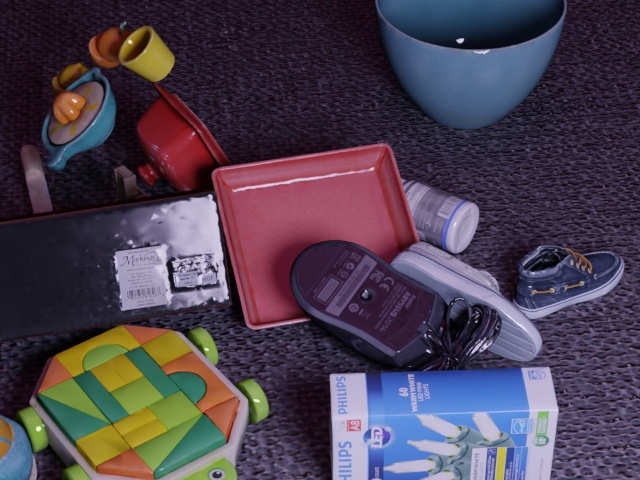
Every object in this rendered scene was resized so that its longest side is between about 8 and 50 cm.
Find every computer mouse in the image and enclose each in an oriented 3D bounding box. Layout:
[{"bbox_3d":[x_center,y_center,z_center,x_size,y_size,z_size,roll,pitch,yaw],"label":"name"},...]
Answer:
[{"bbox_3d":[0.077,0.105,2.012,0.272,0.072,0.188,35,69,19],"label":"computer mouse"}]

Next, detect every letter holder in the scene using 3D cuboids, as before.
[{"bbox_3d":[-0.288,0.025,2.089,0.301,0.152,0.214,-9,6,-10],"label":"letter holder"}]

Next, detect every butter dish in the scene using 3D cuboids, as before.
[{"bbox_3d":[-0.216,-0.126,2.301,0.118,0.160,0.160,-38,46,-6],"label":"butter dish"}]

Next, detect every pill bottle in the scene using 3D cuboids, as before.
[{"bbox_3d":[0.148,-0.040,2.216,0.137,0.078,0.078,23,45,28],"label":"pill bottle"}]

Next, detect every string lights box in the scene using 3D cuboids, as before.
[{"bbox_3d":[0.141,0.223,1.844,0.259,0.133,0.077,-2,39,-1],"label":"string lights box"}]

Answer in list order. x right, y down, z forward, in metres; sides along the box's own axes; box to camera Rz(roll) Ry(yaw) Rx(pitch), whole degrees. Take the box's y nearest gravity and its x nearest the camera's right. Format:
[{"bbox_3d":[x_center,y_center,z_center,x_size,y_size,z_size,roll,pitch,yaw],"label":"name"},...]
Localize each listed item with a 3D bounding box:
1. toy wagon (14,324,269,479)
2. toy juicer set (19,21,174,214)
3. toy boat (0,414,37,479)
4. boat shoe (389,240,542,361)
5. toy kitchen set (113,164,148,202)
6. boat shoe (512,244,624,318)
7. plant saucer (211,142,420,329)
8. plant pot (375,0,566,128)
[{"bbox_3d":[-0.195,0.229,1.894,0.267,0.068,0.344,-25,44,-27],"label":"toy wagon"},{"bbox_3d":[-0.373,-0.195,2.316,0.329,0.089,0.209,-53,38,-3],"label":"toy juicer set"},{"bbox_3d":[-0.375,0.274,1.745,0.318,0.148,0.267,34,21,22],"label":"toy boat"},{"bbox_3d":[0.201,0.068,2.048,0.226,0.083,0.076,34,47,11],"label":"boat shoe"},{"bbox_3d":[-0.287,-0.046,2.226,0.075,0.083,0.068,-27,45,-29],"label":"toy kitchen set"},{"bbox_3d":[0.340,0.038,2.110,0.183,0.083,0.065,-23,44,-26],"label":"boat shoe"},{"bbox_3d":[0.000,0.000,2.142,0.259,0.048,0.258,-10,60,-10],"label":"plant saucer"},{"bbox_3d":[0.227,-0.290,2.432,0.290,0.195,0.290,0,39,0],"label":"plant pot"}]
